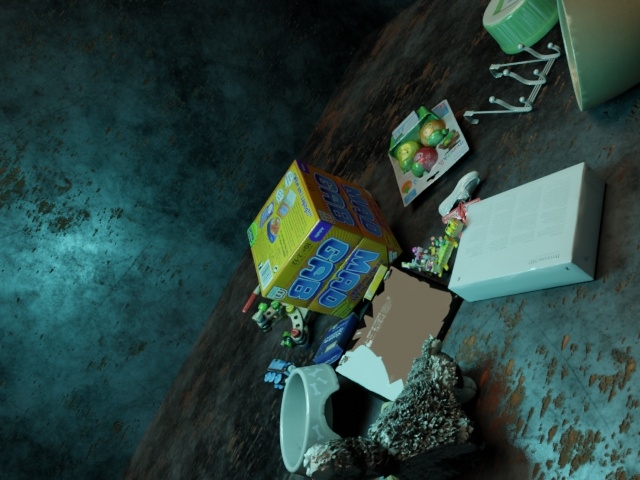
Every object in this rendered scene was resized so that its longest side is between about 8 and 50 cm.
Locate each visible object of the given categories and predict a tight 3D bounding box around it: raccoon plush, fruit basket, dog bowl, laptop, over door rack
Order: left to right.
[{"bbox_3d":[-0.039,0.553,1.652,0.349,0.102,0.348,-171,90,-72],"label":"dog bowl"},{"bbox_3d":[0.231,0.298,1.707,0.408,0.236,0.382,22,79,40],"label":"laptop"},{"bbox_3d":[0.173,0.365,1.222,0.216,0.446,0.299,-59,30,35],"label":"raccoon plush"},{"bbox_3d":[0.393,-0.346,2.049,0.327,0.165,0.353,-44,29,32],"label":"fruit basket"},{"bbox_3d":[0.643,-0.545,1.853,0.239,0.108,0.324,-60,21,-8],"label":"over door rack"}]

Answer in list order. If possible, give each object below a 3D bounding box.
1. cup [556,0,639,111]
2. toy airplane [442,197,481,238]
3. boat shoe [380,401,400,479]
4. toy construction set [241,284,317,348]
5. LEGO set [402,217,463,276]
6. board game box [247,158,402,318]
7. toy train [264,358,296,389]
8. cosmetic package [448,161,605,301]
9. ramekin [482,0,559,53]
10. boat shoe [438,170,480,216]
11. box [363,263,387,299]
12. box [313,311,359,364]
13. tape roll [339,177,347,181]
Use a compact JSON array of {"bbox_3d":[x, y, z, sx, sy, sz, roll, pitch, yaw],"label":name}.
[{"bbox_3d":[0.757,-0.525,1.361,0.237,0.331,0.331,-13,42,25],"label":"cup"},{"bbox_3d":[0.454,-0.070,1.683,0.151,0.028,0.151,-32,46,41],"label":"toy airplane"},{"bbox_3d":[0.202,0.498,1.335,0.089,0.104,0.285,-26,21,17],"label":"boat shoe"},{"bbox_3d":[-0.142,0.274,2.198,0.257,0.309,0.237,-2,53,55],"label":"toy construction set"},{"bbox_3d":[0.328,0.034,1.626,0.287,0.107,0.132,117,162,-64],"label":"LEGO set"},{"bbox_3d":[0.000,0.000,1.910,0.356,0.356,0.356,-53,35,27],"label":"board game box"},{"bbox_3d":[-0.156,0.535,2.141,0.184,0.080,0.105,-17,39,59],"label":"toy train"},{"bbox_3d":[0.523,-0.007,1.384,0.377,0.097,0.284,-23,38,56],"label":"cosmetic package"},{"bbox_3d":[0.755,-0.867,1.993,0.303,0.148,0.303,-46,24,27],"label":"ramekin"},{"bbox_3d":[0.463,-0.143,1.753,0.184,0.066,0.063,-47,38,20],"label":"boat shoe"},{"bbox_3d":[0.181,0.144,1.765,0.136,0.028,0.081,-64,-7,2],"label":"box"},{"bbox_3d":[0.052,0.359,1.897,0.136,0.036,0.225,-41,10,36],"label":"box"},{"bbox_3d":[0.030,-0.125,2.366,0.321,0.077,0.321,-38,-24,-20],"label":"tape roll"}]
